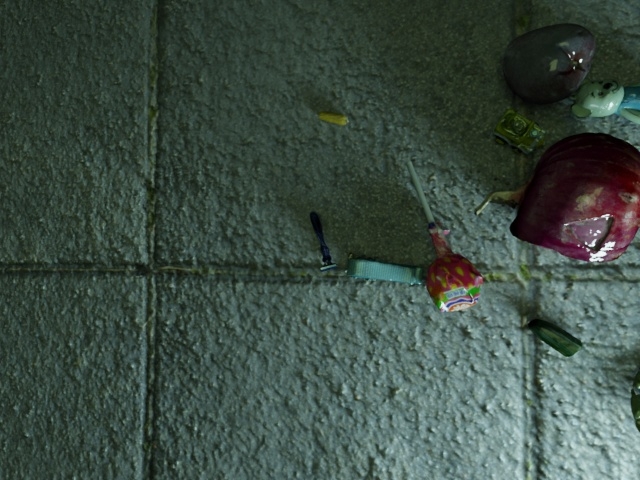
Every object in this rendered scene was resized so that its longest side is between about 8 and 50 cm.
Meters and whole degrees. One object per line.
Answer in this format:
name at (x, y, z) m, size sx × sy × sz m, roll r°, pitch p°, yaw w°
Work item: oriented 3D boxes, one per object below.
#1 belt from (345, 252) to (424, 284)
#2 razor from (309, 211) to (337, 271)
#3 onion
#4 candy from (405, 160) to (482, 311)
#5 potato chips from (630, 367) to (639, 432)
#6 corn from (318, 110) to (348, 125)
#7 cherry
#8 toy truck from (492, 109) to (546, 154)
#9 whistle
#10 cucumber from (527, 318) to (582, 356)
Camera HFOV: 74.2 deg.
belt at (0.152, 0.073, 1.014) m, size 0.180 × 0.100 × 0.065 m, roll 9°, pitch 89°, yaw 1°
razor at (0.001, 0.001, 1.075) m, size 0.044 × 0.028 × 0.154 m, roll -18°, pitch 84°, yaw 7°
onion at (0.508, -0.094, 0.828) m, size 0.273 × 0.256 × 0.230 m, roll 13°, pitch 107°, yaw -6°
candy at (0.260, -0.018, 0.969) m, size 0.124 × 0.124 × 0.364 m, roll -22°, pitch 75°, yaw 14°
potato chips at (0.830, 0.324, 0.789) m, size 0.373 × 0.097 × 0.389 m, roll 41°, pitch 100°, yaw 13°
corn at (0.035, -0.313, 1.081) m, size 0.084 × 0.028 × 0.027 m, roll 18°, pitch 77°, yaw 20°
cherry at (0.478, -0.371, 0.900) m, size 0.176 × 0.140 × 0.175 m, roll -23°, pitch 52°, yaw 34°
toy truck at (0.444, -0.241, 0.934) m, size 0.111 × 0.077 × 0.076 m, roll 35°, pitch 97°, yaw 15°
whistle at (0.646, -0.291, 0.881) m, size 0.236 × 0.077 × 0.113 m, roll 11°, pitch 66°, yaw 14°
cucumber at (0.501, 0.204, 0.915) m, size 0.105 × 0.048 × 0.048 m, roll 35°, pitch 97°, yaw 17°
